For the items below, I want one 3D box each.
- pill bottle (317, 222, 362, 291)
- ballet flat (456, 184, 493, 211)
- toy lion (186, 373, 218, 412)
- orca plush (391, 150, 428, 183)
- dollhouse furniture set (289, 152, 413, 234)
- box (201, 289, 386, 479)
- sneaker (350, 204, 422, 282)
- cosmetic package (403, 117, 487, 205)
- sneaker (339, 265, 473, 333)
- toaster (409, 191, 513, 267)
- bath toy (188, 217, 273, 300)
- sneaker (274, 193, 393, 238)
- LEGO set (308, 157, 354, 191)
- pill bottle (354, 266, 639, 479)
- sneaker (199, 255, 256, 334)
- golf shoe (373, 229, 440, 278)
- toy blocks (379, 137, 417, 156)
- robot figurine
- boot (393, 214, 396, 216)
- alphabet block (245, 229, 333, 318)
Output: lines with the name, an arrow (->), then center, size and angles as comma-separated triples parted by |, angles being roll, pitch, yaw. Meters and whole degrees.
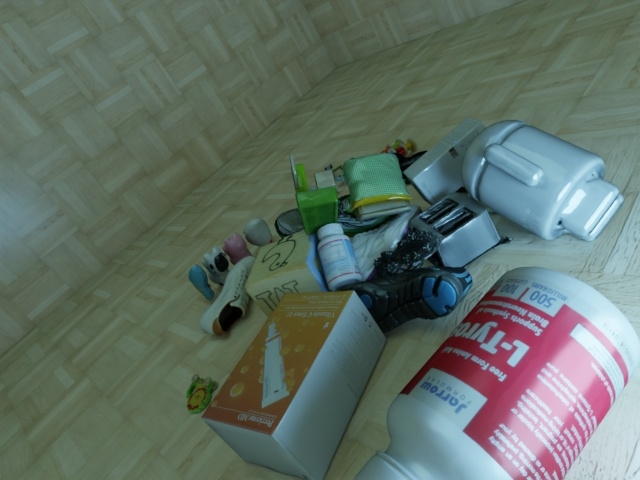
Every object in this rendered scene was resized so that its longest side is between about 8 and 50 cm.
pill bottle -> 0.043, 0.041, 1.199 | 0.087, 0.087, 0.160 | -25, 63, 17
ballet flat -> 0.414, -0.121, 1.291 | 0.232, 0.073, 0.080 | 4, 43, 50
toy lion -> -0.324, 0.410, 1.271 | 0.100, 0.034, 0.096 | -5, 46, 44
orca plush -> 0.273, -0.272, 1.667 | 0.287, 0.102, 0.151 | -2, 40, 47
dollhouse furniture set -> 0.081, -0.157, 1.230 | 0.301, 0.151, 0.197 | -11, 63, -2
box -> -0.042, 0.286, 1.008 | 0.215, 0.168, 0.345 | -8, 37, 41
sneaker -> 0.159, -0.003, 1.289 | 0.152, 0.114, 0.305 | 29, 62, 33
cosmetic package -> 0.354, -0.209, 1.290 | 0.231, 0.117, 0.085 | -42, 25, 6
sneaker -> 0.188, 0.135, 1.105 | 0.341, 0.125, 0.139 | -14, 3, 41
toaster -> 0.332, -0.020, 1.174 | 0.186, 0.110, 0.168 | -33, 27, -1
bath toy -> -0.305, 0.060, 1.730 | 0.348, 0.129, 0.151 | -42, -9, -27
sneaker -> 0.038, -0.075, 1.360 | 0.343, 0.146, 0.134 | -10, 62, -3
LEGO set -> 0.048, -0.239, 1.947 | 0.182, 0.060, 0.244 | 13, 60, 51
pill bottle -> 0.246, 0.247, 0.687 | 0.408, 0.229, 0.229 | -43, 28, -18
sneaker -> -0.252, 0.177, 1.511 | 0.123, 0.106, 0.290 | 2, 54, 43
golf shoe -> 0.218, 0.035, 1.135 | 0.198, 0.094, 0.077 | -33, 55, 46
toy blocks -> 0.269, -0.331, 1.792 | 0.148, 0.054, 0.123 | -30, 23, -24
robot figurine -> 0.459, -0.137, 1.049 | 0.353, 0.300, 0.200 | 41, 104, 36
boot -> 0.166, -0.091, 1.523 | 0.198, 0.077, 0.137 | -44, 23, -22
alphabet block -> -0.056, 0.106, 1.299 | 0.197, 0.193, 0.192 | -22, 27, 21
